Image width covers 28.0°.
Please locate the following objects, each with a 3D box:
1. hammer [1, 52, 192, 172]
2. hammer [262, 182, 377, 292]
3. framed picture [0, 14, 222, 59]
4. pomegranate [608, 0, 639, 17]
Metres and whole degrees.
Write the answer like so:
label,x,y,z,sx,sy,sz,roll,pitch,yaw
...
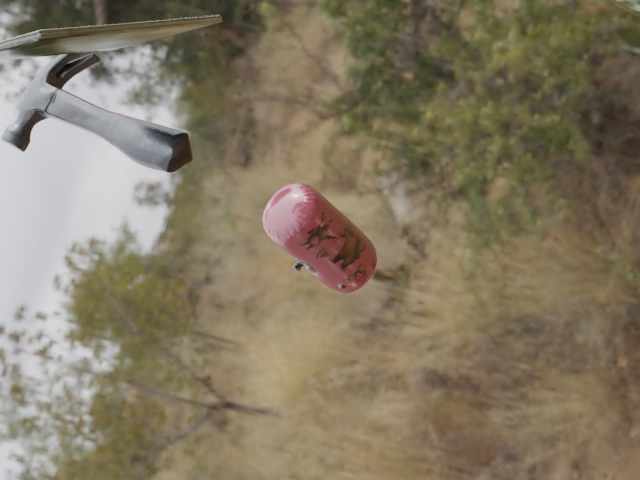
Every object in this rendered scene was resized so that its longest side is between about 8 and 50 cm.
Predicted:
label,x,y,z,sx,sy,sz,roll,pitch,yaw
hammer,-0.234,-0.133,1.405,0.290,0.037,0.137,22,81,42
hammer,0.000,0.000,0.749,0.083,0.043,0.043,43,-130,-45
framed picture,-0.233,-0.195,1.256,0.231,0.173,0.010,-16,-82,-50
pomegranate,0.242,-0.193,0.769,0.159,0.205,0.159,-55,-13,-18
